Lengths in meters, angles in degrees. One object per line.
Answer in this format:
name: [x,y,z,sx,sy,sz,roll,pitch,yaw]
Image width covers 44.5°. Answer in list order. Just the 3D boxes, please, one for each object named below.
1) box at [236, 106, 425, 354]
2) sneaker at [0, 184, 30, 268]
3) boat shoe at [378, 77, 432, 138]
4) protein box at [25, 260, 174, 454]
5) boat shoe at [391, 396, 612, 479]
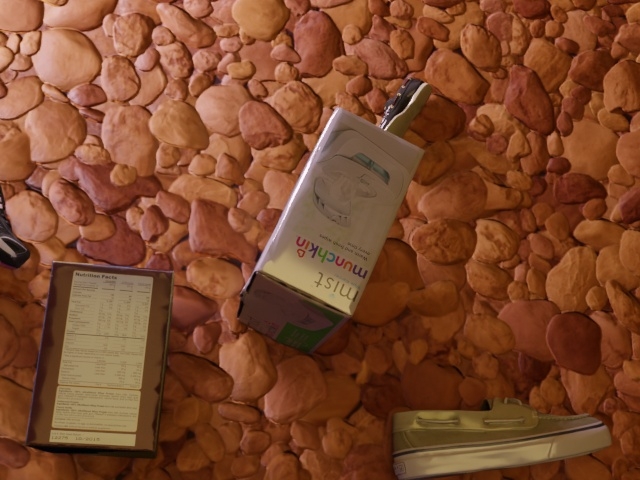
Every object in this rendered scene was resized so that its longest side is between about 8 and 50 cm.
box: [0.000,0.000,0.999,0.126,0.262,0.231,25,69,-3]
sneaker: [-0.443,-0.045,1.030,0.178,0.072,0.077,45,59,-1]
boat shoe: [0.118,-0.194,1.201,0.042,0.049,0.133,29,74,28]
protein box: [-0.253,0.150,0.934,0.135,0.200,0.201,6,72,-10]
boat shoe: [0.242,0.258,1.051,0.302,0.109,0.094,-5,72,-10]
